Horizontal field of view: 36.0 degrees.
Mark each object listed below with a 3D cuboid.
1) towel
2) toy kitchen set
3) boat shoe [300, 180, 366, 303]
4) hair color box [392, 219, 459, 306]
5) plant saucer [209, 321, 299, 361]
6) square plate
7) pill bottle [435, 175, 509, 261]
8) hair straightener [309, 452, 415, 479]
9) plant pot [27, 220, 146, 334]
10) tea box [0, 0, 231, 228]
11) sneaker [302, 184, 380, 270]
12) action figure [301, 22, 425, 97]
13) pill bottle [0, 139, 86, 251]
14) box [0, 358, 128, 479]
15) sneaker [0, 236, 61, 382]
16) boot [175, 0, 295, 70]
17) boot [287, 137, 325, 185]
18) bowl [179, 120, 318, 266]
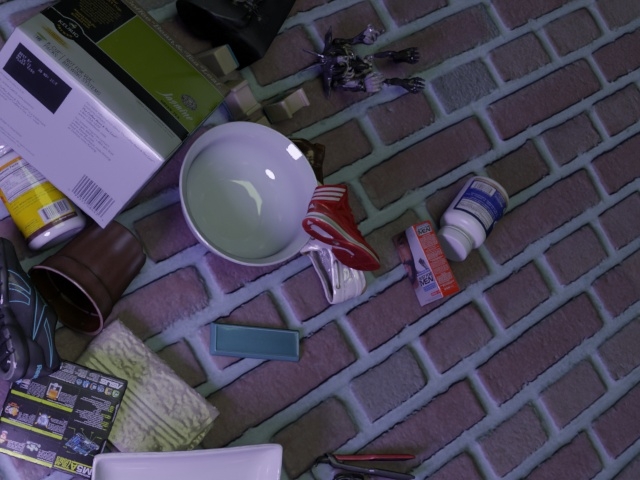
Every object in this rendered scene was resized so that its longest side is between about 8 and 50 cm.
[{"bbox_3d":[-0.337,0.298,1.814,0.282,0.049,0.187,45,60,-5],"label":"towel"},{"bbox_3d":[-0.150,-0.334,2.088,0.166,0.122,0.207,-40,114,-30],"label":"toy kitchen set"},{"bbox_3d":[0.000,0.000,2.043,0.096,0.098,0.277,-23,86,-31],"label":"boat shoe"},{"bbox_3d":[0.227,0.050,2.141,0.053,0.093,0.167,-18,82,-30],"label":"hair color box"},{"bbox_3d":[-0.127,0.202,1.964,0.192,0.018,0.067,8,71,-25],"label":"plant saucer"},{"bbox_3d":[-0.243,0.526,1.726,0.344,0.049,0.347,2,97,-28],"label":"square plate"},{"bbox_3d":[0.334,-0.046,2.212,0.112,0.112,0.186,43,61,-8],"label":"pill bottle"},{"bbox_3d":[0.085,0.468,1.964,0.230,0.047,0.089,8,71,-24],"label":"hair straightener"},{"bbox_3d":[-0.415,0.055,1.795,0.167,0.167,0.165,43,54,-8],"label":"plant pot"},{"bbox_3d":[-0.394,-0.261,1.802,0.329,0.220,0.323,43,35,-8],"label":"tea box"},{"bbox_3d":[0.059,-0.036,1.971,0.221,0.087,0.128,42,53,-43],"label":"sneaker"},{"bbox_3d":[0.102,-0.399,2.198,0.276,0.141,0.164,0,85,-27],"label":"action figure"},{"bbox_3d":[-0.528,-0.096,1.805,0.117,0.117,0.215,-28,87,-30],"label":"pill bottle"},{"bbox_3d":[-0.455,0.302,1.717,0.191,0.045,0.184,19,82,-8],"label":"box"},{"bbox_3d":[-0.519,0.119,1.697,0.106,0.101,0.267,4,60,-43],"label":"sneaker"},{"bbox_3d":[-0.192,-0.639,2.141,0.367,0.146,0.445,33,67,-11],"label":"boot"},{"bbox_3d":[-0.037,-0.158,2.114,0.106,0.037,0.114,10,74,-21],"label":"boot"},{"bbox_3d":[-0.158,-0.076,1.970,0.298,0.134,0.298,8,70,-23],"label":"bowl"}]
